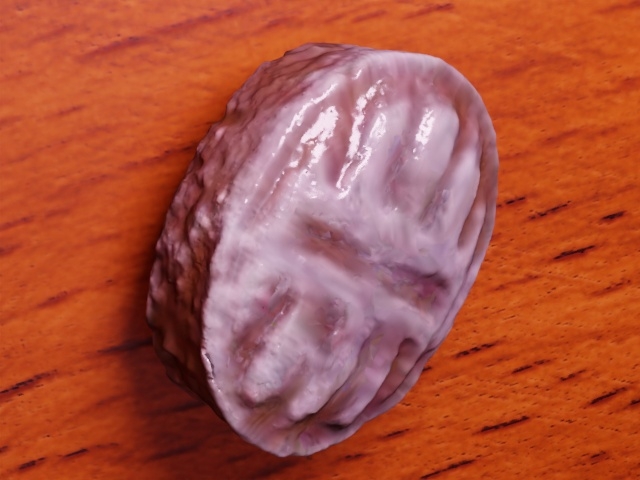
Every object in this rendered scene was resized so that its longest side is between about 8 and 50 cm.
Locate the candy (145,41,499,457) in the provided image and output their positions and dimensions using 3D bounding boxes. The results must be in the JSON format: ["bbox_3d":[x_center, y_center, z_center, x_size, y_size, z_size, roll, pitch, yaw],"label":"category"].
[{"bbox_3d":[0.000,0.000,1.376,0.214,0.157,0.289,27,89,-37],"label":"candy"}]
